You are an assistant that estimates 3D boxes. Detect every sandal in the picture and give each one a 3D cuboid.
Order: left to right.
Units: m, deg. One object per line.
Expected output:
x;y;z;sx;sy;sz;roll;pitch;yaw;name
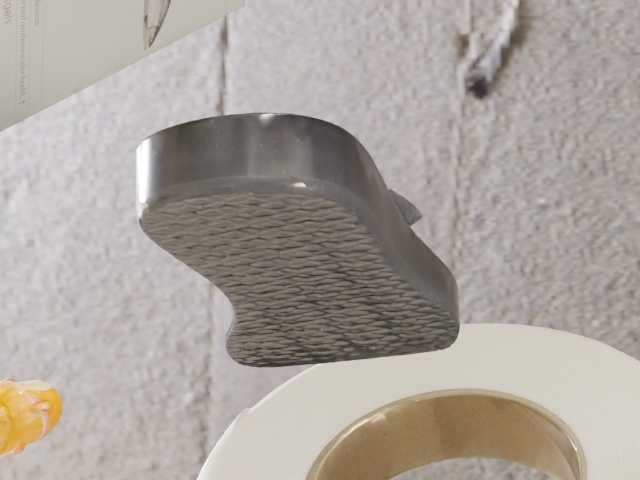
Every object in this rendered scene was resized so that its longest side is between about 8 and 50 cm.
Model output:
0.001;0.000;0.569;0.097;0.254;0.055;-5;71;6;sandal

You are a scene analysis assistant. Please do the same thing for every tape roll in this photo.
0.094;0.200;1.114;0.392;0.392;0.072;21;136;42;tape roll

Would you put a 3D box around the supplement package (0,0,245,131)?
-0.129;-0.152;0.771;0.105;0.179;0.105;34;137;25;supplement package

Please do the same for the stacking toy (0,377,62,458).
-0.273;0.146;0.930;0.175;0.301;0.166;-15;97;43;stacking toy
